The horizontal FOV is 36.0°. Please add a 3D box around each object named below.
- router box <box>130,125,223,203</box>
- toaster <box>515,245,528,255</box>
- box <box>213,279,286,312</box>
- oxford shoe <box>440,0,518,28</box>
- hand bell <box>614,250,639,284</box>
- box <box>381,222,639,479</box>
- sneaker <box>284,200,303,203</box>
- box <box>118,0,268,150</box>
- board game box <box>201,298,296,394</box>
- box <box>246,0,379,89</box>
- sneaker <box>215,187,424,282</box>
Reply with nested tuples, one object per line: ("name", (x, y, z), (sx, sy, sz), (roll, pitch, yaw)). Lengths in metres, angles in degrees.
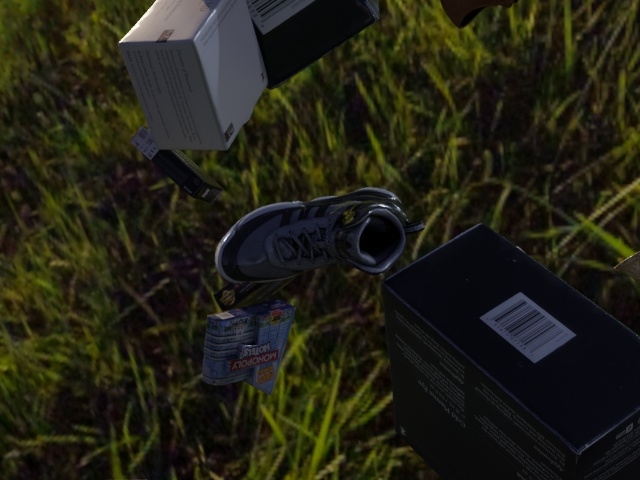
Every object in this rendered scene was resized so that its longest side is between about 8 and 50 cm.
("router box", (-0.293, -0.153, 2.023), (0.179, 0.133, 0.046), (42, 95, 11))
("toaster", (0.360, 0.105, 1.899), (0.146, 0.129, 0.227), (-32, 21, 2))
("box", (-0.099, 0.066, 2.088), (0.220, 0.051, 0.175), (-37, -11, 34))
("oxford shoe", (0.221, -0.313, 1.125), (0.076, 0.076, 0.212), (-20, -6, -39))
("hand bell", (0.692, 0.126, 1.918), (0.126, 0.126, 0.242), (-25, 76, -15))
("box", (0.255, 0.209, 1.258), (0.179, 0.313, 0.343), (-29, 47, -22))
("sneaker", (-0.049, -0.030, 1.887), (0.067, 0.078, 0.188), (-40, 14, -10))
("box", (-0.173, -0.250, 1.403), (0.119, 0.182, 0.181), (2, 41, 20))
("board game box", (-0.149, 0.235, 2.039), (0.194, 0.194, 0.060), (-11, 24, -42))
("box", (-0.070, -0.473, 1.600), (0.212, 0.293, 0.395), (-31, 23, 16))
("sneaker", (0.000, 0.000, 1.272), (0.268, 0.101, 0.153), (-16, 14, -12))
